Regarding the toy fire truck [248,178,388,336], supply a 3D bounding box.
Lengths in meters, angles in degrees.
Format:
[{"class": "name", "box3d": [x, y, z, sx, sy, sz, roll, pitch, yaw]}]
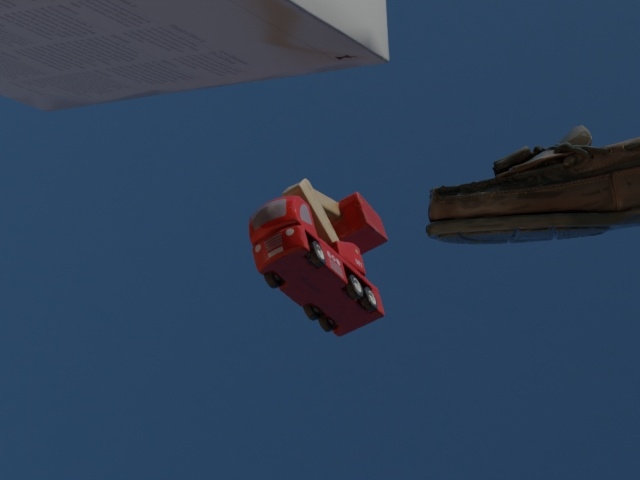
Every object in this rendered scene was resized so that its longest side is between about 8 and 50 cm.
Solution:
[{"class": "toy fire truck", "box3d": [0.000, 0.000, 1.509, 0.047, 0.192, 0.135, -27, -125, 17]}]

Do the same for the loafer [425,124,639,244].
[{"class": "loafer", "box3d": [0.204, -0.047, 1.347, 0.267, 0.096, 0.084, -4, -95, 1]}]

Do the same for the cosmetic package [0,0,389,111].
[{"class": "cosmetic package", "box3d": [-0.150, -0.177, 1.261, 0.284, 0.377, 0.097, -4, -98, 21]}]
